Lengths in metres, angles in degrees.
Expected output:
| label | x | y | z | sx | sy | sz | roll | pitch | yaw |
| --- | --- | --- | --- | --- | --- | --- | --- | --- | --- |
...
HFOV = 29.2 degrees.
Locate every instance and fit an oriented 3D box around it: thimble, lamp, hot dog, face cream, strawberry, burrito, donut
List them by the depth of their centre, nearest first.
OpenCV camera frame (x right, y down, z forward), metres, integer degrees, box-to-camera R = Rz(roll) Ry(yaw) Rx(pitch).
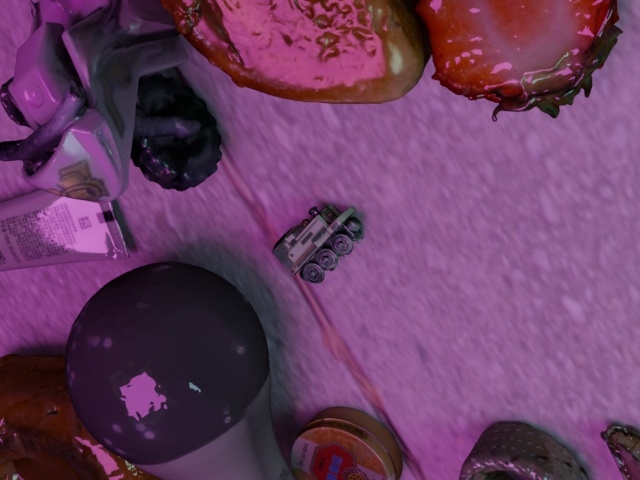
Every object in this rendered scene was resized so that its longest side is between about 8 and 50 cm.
| label | x | y | z | sx | sy | sz | roll | pitch | yaw |
| --- | --- | --- | --- | --- | --- | --- | --- | --- | --- |
| strawberry | 0.131 | -0.173 | 0.859 | 0.146 | 0.082 | 0.187 | -27 | 88 | 14 |
| hot dog | -0.036 | -0.204 | 0.891 | 0.153 | 0.150 | 0.257 | -23 | 105 | 26 |
| burrito | 0.286 | 0.217 | 1.021 | 0.055 | 0.041 | 0.149 | -14 | 110 | 47 |
| thimble | 0.178 | 0.209 | 1.060 | 0.110 | 0.062 | 0.084 | 15 | 121 | 20 |
| lamp | -0.115 | 0.173 | 1.102 | 0.182 | 0.182 | 0.314 | -14 | 99 | 33 |
| face cream | -0.299 | -0.007 | 1.199 | 0.243 | 0.058 | 0.092 | -10 | 106 | 26 |
| donut | -0.248 | 0.220 | 1.251 | 0.261 | 0.128 | 0.209 | -3 | 116 | 31 |

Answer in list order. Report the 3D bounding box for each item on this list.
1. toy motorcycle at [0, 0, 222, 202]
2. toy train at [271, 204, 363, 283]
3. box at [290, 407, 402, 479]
| label | x | y | z | sx | sy | sz | roll | pitch | yaw |
| --- | --- | --- | --- | --- | --- | --- | --- | --- | --- |
| toy motorcycle | -0.212 | -0.160 | 0.977 | 0.143 | 0.188 | 0.327 | -27 | 102 | 43 |
| toy train | 0.000 | 0.000 | 1.055 | 0.053 | 0.033 | 0.083 | 45 | 128 | 3 |
| box | 0.025 | 0.209 | 1.157 | 0.105 | 0.037 | 0.106 | 13 | 122 | 21 |
